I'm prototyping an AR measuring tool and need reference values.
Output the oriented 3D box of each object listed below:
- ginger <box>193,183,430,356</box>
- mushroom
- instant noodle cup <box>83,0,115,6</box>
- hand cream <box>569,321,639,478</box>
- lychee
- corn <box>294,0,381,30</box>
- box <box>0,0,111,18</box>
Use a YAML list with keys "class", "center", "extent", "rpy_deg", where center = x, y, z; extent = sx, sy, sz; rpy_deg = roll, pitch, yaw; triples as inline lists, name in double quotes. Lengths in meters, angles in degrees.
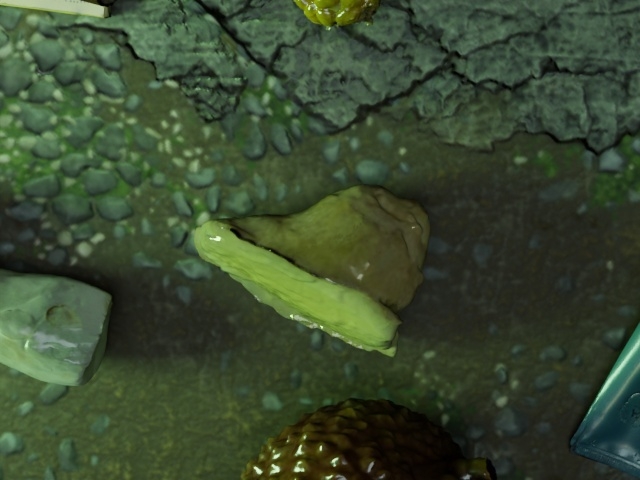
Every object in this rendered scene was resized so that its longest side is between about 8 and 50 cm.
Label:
- class: "ginger"
  center: [-0.004, 0.000, 0.851]
  extent: [0.193, 0.115, 0.123]
  rpy_deg: [23, 79, 6]
- class: "mushroom"
  center: [-0.280, 0.043, 0.872]
  extent: [0.223, 0.081, 0.092]
  rpy_deg: [30, 119, 0]
- class: "instant noodle cup"
  center: [-0.233, -0.289, 0.730]
  extent: [0.231, 0.243, 0.243]
  rpy_deg: [19, 101, -3]
- class: "hand cream"
  center: [0.289, 0.096, 0.875]
  extent: [0.083, 0.048, 0.224]
  rpy_deg: [20, 105, -1]
- class: "lychee"
  center: [0.035, 0.215, 0.830]
  extent: [0.238, 0.200, 0.200]
  rpy_deg: [-33, 98, 30]
- class: "corn"
  center: [-0.029, -0.307, 0.790]
  extent: [0.102, 0.102, 0.313]
  rpy_deg: [-22, 102, 6]
- class: "box"
  center: [-0.242, -0.226, 0.850]
  extent: [0.149, 0.020, 0.073]
  rpy_deg: [8, 101, 1]
